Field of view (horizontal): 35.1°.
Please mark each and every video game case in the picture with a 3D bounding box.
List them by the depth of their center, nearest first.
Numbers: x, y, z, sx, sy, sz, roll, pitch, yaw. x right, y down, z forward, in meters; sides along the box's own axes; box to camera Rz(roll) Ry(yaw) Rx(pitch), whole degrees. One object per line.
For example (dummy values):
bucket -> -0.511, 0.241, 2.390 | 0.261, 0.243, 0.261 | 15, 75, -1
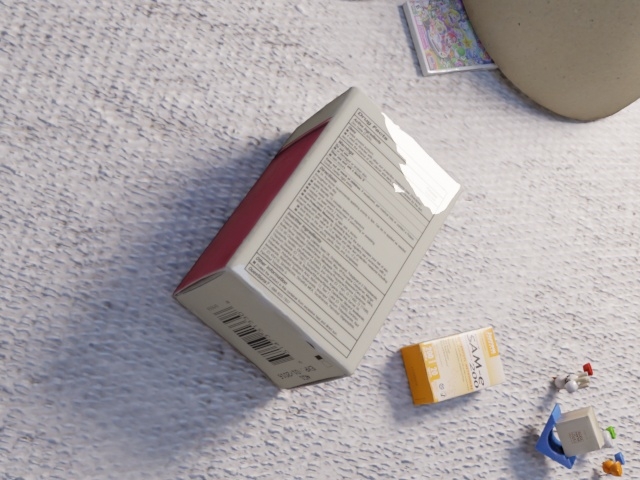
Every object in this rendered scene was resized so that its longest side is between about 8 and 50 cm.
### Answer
video game case -> 0.156, -0.236, 1.163 | 0.122, 0.011, 0.087 | -12, 83, -33

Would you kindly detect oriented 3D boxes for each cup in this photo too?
cup -> 0.358, -0.335, 1.169 | 0.331, 0.237, 0.331 | 11, 70, -31

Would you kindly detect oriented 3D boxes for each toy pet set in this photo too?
toy pet set -> 0.275, 0.209, 1.097 | 0.114, 0.065, 0.122 | -19, 90, -68

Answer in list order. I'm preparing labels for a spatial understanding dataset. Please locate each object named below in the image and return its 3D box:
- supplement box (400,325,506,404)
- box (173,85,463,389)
supplement box -> 0.137, 0.128, 1.037 | 0.098, 0.036, 0.062 | -10, 83, -33
box -> 0.000, 0.000, 0.938 | 0.148, 0.127, 0.232 | 42, 59, -14
